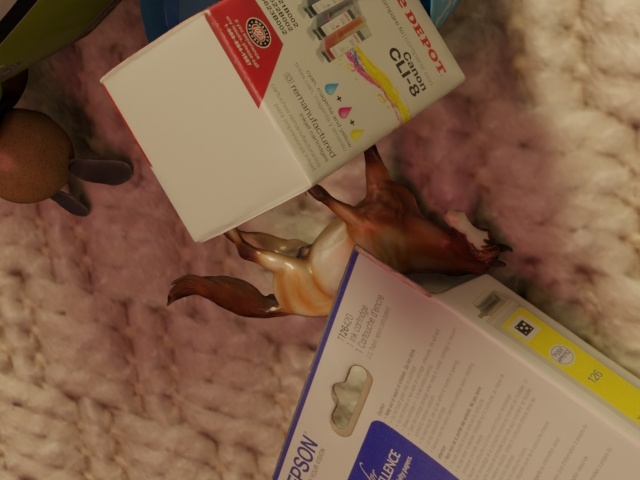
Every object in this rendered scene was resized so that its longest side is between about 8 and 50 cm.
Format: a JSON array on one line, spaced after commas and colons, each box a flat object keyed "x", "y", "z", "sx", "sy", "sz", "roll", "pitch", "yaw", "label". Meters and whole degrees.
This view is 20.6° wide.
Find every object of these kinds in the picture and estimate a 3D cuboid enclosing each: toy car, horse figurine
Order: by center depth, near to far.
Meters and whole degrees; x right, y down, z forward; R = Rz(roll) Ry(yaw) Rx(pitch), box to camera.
[{"x": 0.000, "y": 0.000, "z": 1.372, "sx": 0.174, "sy": 0.066, "sz": 0.263, "roll": 42, "pitch": 129, "yaw": -20, "label": "horse figurine"}, {"x": -0.259, "y": -0.092, "z": 1.531, "sx": 0.188, "sy": 0.149, "sz": 0.155, "roll": 33, "pitch": 142, "yaw": -19, "label": "toy car"}]

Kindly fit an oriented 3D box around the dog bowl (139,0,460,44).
[{"x": -0.011, "y": -0.183, "z": 1.273, "sx": 0.297, "sy": 0.074, "sz": 0.166, "roll": -22, "pitch": 100, "yaw": 48, "label": "dog bowl"}]

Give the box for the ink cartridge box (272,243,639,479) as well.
[{"x": 0.127, "y": 0.175, "z": 1.376, "sx": 0.307, "sy": 0.072, "sz": 0.304, "roll": 38, "pitch": 137, "yaw": 18, "label": "ink cartridge box"}]

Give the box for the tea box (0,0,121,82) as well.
[{"x": -0.253, "y": -0.256, "z": 1.264, "sx": 0.220, "sy": 0.323, "sz": 0.329, "roll": 53, "pitch": 134, "yaw": 0, "label": "tea box"}]

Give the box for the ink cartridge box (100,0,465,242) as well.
[{"x": -0.022, "y": -0.104, "z": 1.145, "sx": 0.127, "sy": 0.176, "sz": 0.128, "roll": -26, "pitch": 98, "yaw": 46, "label": "ink cartridge box"}]
